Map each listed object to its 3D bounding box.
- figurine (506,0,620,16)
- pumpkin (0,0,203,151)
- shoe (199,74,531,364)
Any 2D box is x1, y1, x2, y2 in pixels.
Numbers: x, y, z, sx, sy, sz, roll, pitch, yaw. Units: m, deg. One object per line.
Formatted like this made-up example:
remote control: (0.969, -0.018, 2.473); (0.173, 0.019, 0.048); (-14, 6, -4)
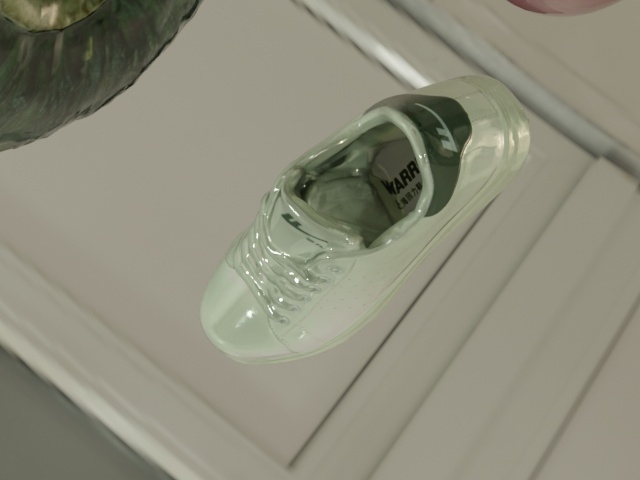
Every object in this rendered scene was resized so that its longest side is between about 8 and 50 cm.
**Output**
figurine: (0.163, -0.226, 1.025); (0.173, 0.173, 0.173); (19, 132, 22)
pumpkin: (-0.166, -0.154, 0.667); (0.263, 0.293, 0.197); (28, 143, 20)
shoe: (0.000, 0.000, 1.281); (0.363, 0.160, 0.132); (-40, 75, 31)
